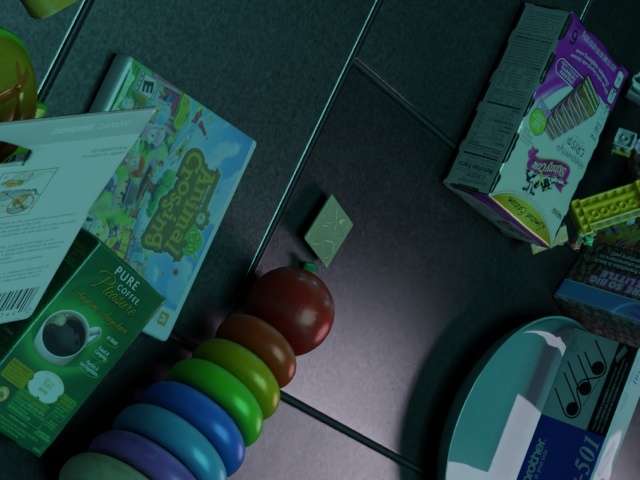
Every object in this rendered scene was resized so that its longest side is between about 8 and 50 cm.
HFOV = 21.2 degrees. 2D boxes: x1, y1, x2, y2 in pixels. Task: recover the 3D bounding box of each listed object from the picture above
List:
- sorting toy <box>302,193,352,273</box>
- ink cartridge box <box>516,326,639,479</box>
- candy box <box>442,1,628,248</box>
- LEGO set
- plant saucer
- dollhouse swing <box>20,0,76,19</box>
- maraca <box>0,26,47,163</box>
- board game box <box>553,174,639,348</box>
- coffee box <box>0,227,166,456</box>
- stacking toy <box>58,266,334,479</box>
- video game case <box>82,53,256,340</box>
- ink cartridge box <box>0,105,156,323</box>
[{"bbox_3d":[0.000,0.000,1.759,0.083,0.012,0.062,-58,142,-21],"label":"sorting toy"},{"bbox_3d":[0.318,0.217,2.063,0.046,0.097,0.207,26,85,-49],"label":"ink cartridge box"},{"bbox_3d":[0.247,-0.129,1.943,0.159,0.071,0.233,34,79,-49],"label":"candy box"},{"bbox_3d":[0.362,-0.060,2.070,0.287,0.132,0.107,-51,162,-18],"label":"LEGO set"},{"bbox_3d":[0.239,0.240,2.090,0.318,0.044,0.317,-20,119,-42],"label":"plant saucer"},{"bbox_3d":[-0.304,-0.333,1.222,0.347,0.305,0.315,59,20,-28],"label":"dollhouse swing"},{"bbox_3d":[-0.274,-0.101,1.358,0.127,0.099,0.185,-44,157,-12],"label":"maraca"},{"bbox_3d":[0.475,0.027,2.131,0.291,0.232,0.141,-54,136,-19],"label":"board game box"},{"bbox_3d":[-0.229,0.089,1.493,0.184,0.040,0.113,-52,138,-6],"label":"coffee box"},{"bbox_3d":[-0.099,0.151,1.632,0.330,0.141,0.141,-51,136,-33],"label":"stacking toy"},{"bbox_3d":[-0.162,-0.035,1.558,0.193,0.023,0.212,32,79,-49],"label":"video game case"},{"bbox_3d":[-0.300,-0.020,1.277,0.296,0.066,0.261,-10,146,-46],"label":"ink cartridge box"}]
